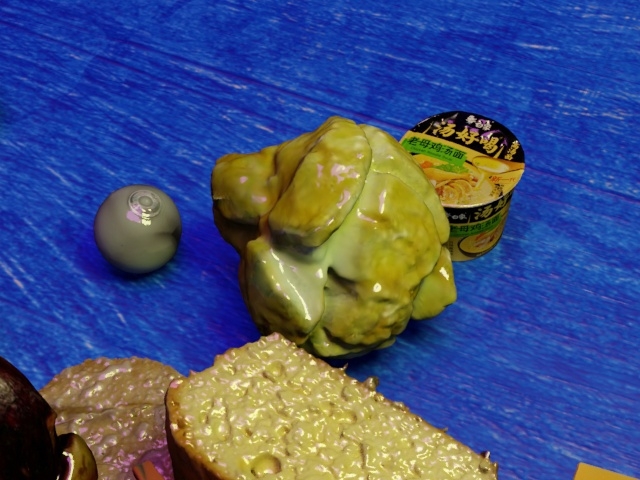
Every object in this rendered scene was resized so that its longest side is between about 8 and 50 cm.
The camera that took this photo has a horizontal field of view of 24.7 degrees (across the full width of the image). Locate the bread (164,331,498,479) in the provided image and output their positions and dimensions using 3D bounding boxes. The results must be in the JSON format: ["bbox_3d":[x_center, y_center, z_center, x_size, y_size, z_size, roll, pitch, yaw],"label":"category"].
[{"bbox_3d":[0.006,0.248,1.392,0.340,0.179,0.194,28,54,28],"label":"bread"}]

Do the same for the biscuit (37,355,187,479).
[{"bbox_3d":[-0.220,0.207,1.538,0.220,0.033,0.220,-1,47,1],"label":"biscuit"}]

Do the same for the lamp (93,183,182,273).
[{"bbox_3d":[-0.210,-0.013,1.685,0.105,0.105,0.105,-2,48,2],"label":"lamp"}]

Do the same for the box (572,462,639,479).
[{"bbox_3d":[0.283,0.353,1.348,0.174,0.076,0.274,14,51,17],"label":"box"}]

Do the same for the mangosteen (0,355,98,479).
[{"bbox_3d":[-0.349,0.253,1.348,0.347,0.307,0.307,31,51,-11],"label":"mangosteen"}]

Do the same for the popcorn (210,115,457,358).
[{"bbox_3d":[0.000,0.002,1.578,0.276,0.225,0.276,-25,50,33],"label":"popcorn"}]

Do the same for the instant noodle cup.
[{"bbox_3d":[0.160,-0.056,1.687,0.151,0.122,0.151,-3,48,4],"label":"instant noodle cup"}]

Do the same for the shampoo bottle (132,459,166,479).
[{"bbox_3d":[-0.125,0.297,1.311,0.085,0.244,0.085,-2,46,2],"label":"shampoo bottle"}]
